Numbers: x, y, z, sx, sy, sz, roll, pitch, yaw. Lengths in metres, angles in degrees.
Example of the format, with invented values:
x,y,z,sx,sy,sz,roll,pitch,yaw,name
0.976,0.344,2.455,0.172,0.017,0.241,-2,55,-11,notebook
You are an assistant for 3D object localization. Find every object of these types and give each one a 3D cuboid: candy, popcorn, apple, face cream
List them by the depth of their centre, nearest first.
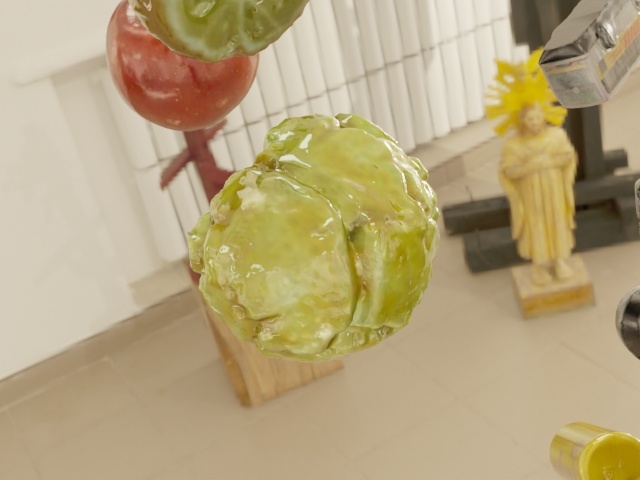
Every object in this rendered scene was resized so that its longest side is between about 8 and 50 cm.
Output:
x,y,z,sx,sy,sz,roll,pitch,yaw,name
0.000,0.000,0.862,0.221,0.204,0.183,-37,-2,-30,popcorn
0.309,0.249,1.164,0.078,0.078,0.273,-14,-7,1,face cream
-0.124,-0.348,1.269,0.260,0.260,0.118,-24,41,-16,candy
-0.240,-0.322,1.726,0.260,0.216,0.260,-9,54,13,apple

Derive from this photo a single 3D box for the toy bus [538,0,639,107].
x,y,z,sx,sy,sz,roll,pitch,yaw,name
0.258,-0.184,0.910,0.057,0.072,0.172,-5,33,45,toy bus

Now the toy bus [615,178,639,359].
x,y,z,sx,sy,sz,roll,pitch,yaw,name
0.407,0.155,0.884,0.249,0.440,0.209,-5,4,6,toy bus
